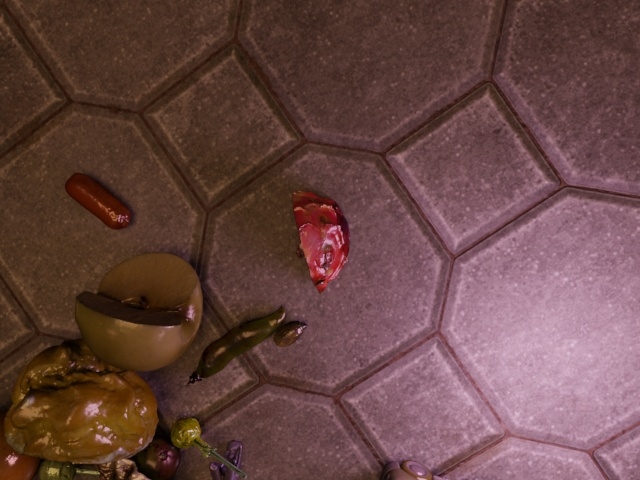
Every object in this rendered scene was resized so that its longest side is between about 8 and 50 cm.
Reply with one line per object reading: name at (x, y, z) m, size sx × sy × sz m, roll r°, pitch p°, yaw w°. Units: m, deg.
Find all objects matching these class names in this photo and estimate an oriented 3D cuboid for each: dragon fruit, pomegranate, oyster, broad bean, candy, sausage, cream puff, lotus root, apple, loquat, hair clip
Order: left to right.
loquat at (-0.893, 0.596, 1.228) m, size 0.263 × 0.263 × 0.262 m, roll 0°, pitch 94°, yaw 6°
cream puff at (-0.589, 0.391, 1.147) m, size 0.379 × 0.378 × 0.275 m, roll 6°, pitch 71°, yaw 5°
sausage at (-0.598, -0.105, 1.238) m, size 0.197 × 0.076 × 0.076 m, roll 39°, pitch 96°, yaw 1°
candy at (-0.618, 0.658, 1.294) m, size 0.336 × 0.092 × 0.093 m, roll 7°, pitch 89°, yaw -3°
oyster at (-0.498, 0.725, 1.170) m, size 0.238 × 0.115 × 0.351 m, roll -14°, pitch 75°, yaw 43°
apple at (-0.441, 0.191, 1.144) m, size 0.258 × 0.295 × 0.233 m, roll 3°, pitch 123°, yaw 6°
pomegranate at (-0.445, 0.595, 1.250) m, size 0.130 × 0.130 × 0.130 m, roll 0°, pitch 94°, yaw 6°
candy at (-0.296, 0.556, 1.212) m, size 0.262 × 0.073 × 0.077 m, roll 21°, pitch 83°, yaw 27°
hair clip at (-0.267, 0.697, 1.248) m, size 0.137 × 0.090 × 0.278 m, roll 6°, pitch 94°, yaw 14°
broad bean at (-0.235, 0.281, 1.231) m, size 0.339 × 0.061 × 0.077 m, roll -36°, pitch 97°, yaw 8°
lotus root at (-0.081, 0.244, 1.218) m, size 0.099 × 0.054 × 0.049 m, roll -34°, pitch 110°, yaw 8°
dragon fruit at (0.009, -0.002, 1.140) m, size 0.126 × 0.161 × 0.274 m, roll -13°, pitch 90°, yaw 9°

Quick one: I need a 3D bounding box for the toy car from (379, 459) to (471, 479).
toy car at (0.293, 0.724, 1.124) m, size 0.336 × 0.226 × 0.242 m, roll 18°, pitch 95°, yaw 6°
